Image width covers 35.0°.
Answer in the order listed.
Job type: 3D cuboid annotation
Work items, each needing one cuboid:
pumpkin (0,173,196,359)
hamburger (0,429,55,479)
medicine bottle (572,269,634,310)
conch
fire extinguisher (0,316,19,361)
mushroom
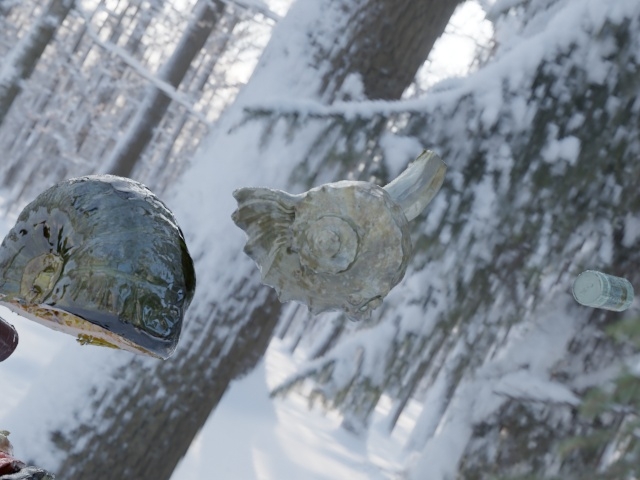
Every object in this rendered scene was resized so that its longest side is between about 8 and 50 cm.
[{"bbox_3d":[-0.292,0.033,1.415,0.325,0.232,0.242,13,-22,35],"label":"pumpkin"},{"bbox_3d":[-0.504,0.430,1.412,0.250,0.330,0.330,36,-2,14],"label":"hamburger"},{"bbox_3d":[0.371,0.067,1.331,0.083,0.047,0.047,12,7,-44],"label":"medicine bottle"},{"bbox_3d":[-0.006,0.016,1.622,0.297,0.209,0.352,19,-14,8],"label":"conch"},{"bbox_3d":[-0.724,0.158,2.086,0.105,0.104,0.269,24,-20,29],"label":"fire extinguisher"},{"bbox_3d":[0.121,-0.054,2.041,0.095,0.351,0.122,40,-22,26],"label":"mushroom"}]
